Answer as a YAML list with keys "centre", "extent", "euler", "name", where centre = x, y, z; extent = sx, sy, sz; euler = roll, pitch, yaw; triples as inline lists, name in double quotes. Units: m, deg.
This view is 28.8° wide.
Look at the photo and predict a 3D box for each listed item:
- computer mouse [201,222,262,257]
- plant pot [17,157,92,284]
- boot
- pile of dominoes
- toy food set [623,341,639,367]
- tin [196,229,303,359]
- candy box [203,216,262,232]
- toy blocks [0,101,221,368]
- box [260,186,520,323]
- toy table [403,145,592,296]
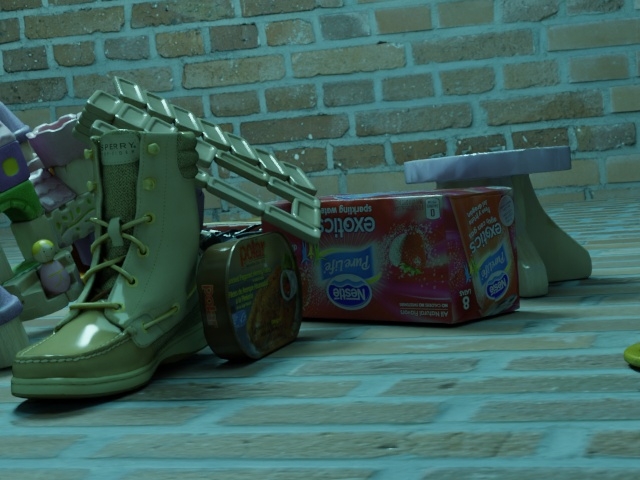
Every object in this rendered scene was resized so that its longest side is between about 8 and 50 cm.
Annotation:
- centre: [-0.144, 0.044, 1.399]
  extent: [0.189, 0.072, 0.272]
  euler: [-3, 13, 29]
  name: "computer mouse"
- centre: [-0.353, -0.023, 1.980]
  extent: [0.205, 0.205, 0.188]
  euler: [-4, -11, 11]
  name: "plant pot"
- centre: [-0.168, 0.012, 1.020]
  extent: [0.095, 0.203, 0.262]
  euler: [3, 11, 25]
  name: "boot"
- centre: [-0.117, -0.072, 1.231]
  extent: [0.251, 0.040, 0.196]
  euler: [27, 18, -8]
  name: "pile of dominoes"
- centre: [0.314, 0.052, 0.875]
  extent: [0.128, 0.071, 0.218]
  euler: [-8, 6, -42]
  name: "toy food set"
- centre: [-0.062, 0.047, 1.127]
  extent: [0.040, 0.106, 0.190]
  euler: [-3, 3, 18]
  name: "tin"
- centre: [0.000, 0.000, 1.870]
  extent: [0.316, 0.087, 0.183]
  euler: [-8, 5, -39]
  name: "candy box"
- centre: [-0.325, -0.052, 1.247]
  extent: [0.309, 0.260, 0.289]
  euler: [1, 26, 45]
  name: "toy blocks"
- centre: [0.068, 0.014, 1.297]
  extent: [0.257, 0.128, 0.123]
  euler: [0, 6, 43]
  name: "box"
- centre: [0.194, -0.022, 1.460]
  extent: [0.252, 0.160, 0.274]
  euler: [-5, 3, -3]
  name: "toy table"
